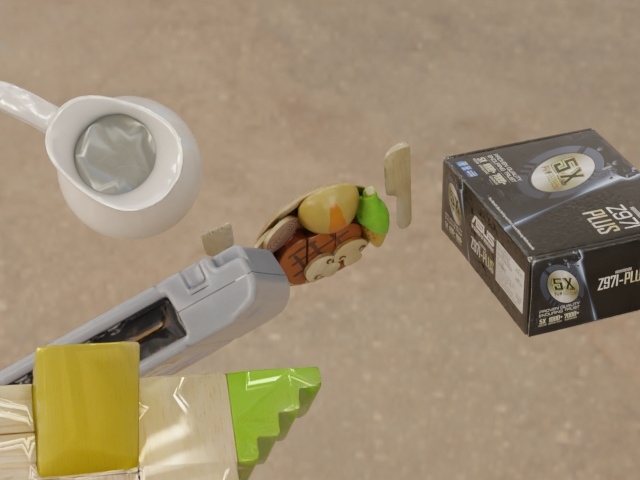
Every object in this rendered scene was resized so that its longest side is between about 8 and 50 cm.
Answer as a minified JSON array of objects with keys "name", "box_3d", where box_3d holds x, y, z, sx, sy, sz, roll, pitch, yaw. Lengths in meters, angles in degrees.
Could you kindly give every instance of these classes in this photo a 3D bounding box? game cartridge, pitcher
[{"name":"game cartridge","box_3d":[-0.163,0.095,1.147,0.297,0.062,0.198,-29,-9,6]},{"name":"pitcher","box_3d":[-0.190,-0.078,1.351,0.178,0.125,0.207,29,-3,3]}]

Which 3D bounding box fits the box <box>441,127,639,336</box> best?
[{"name":"box","box_3d":[0.203,-0.011,1.326,0.147,0.077,0.180,-11,34,-15]}]

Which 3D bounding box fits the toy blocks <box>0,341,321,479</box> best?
[{"name":"toy blocks","box_3d":[-0.175,0.207,0.725,0.382,0.190,0.260,-2,65,-14]}]

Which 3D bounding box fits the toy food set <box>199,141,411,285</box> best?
[{"name":"toy food set","box_3d":[0.000,0.000,1.336,0.192,0.132,0.038,-24,56,-10]}]
